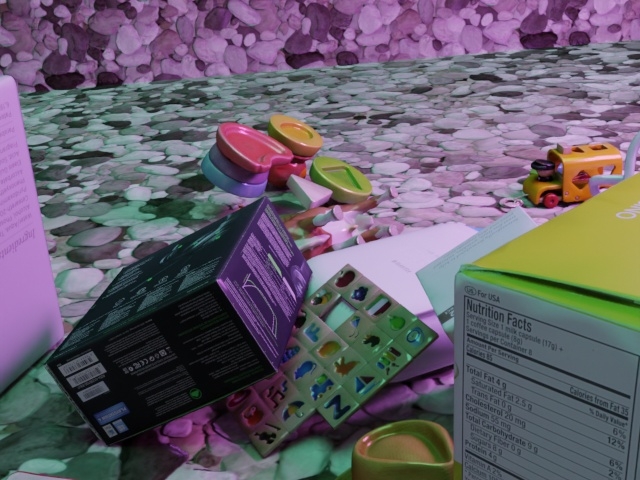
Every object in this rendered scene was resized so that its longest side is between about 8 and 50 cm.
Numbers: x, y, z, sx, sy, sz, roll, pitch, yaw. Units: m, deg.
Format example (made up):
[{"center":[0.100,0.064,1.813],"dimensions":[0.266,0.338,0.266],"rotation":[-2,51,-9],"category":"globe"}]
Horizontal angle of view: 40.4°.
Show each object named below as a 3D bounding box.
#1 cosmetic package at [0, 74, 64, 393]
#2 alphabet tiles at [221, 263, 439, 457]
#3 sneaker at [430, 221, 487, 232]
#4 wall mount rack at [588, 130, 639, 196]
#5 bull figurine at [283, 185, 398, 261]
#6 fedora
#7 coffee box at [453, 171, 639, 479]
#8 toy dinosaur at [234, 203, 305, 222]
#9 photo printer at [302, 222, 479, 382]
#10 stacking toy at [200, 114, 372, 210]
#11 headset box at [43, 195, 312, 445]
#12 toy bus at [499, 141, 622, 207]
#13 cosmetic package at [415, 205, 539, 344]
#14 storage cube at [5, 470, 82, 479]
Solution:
[{"center":[-0.576,0.015,1.099],"dimensions":[0.329,0.394,0.327],"rotation":[2,23,16],"category":"cosmetic package"},{"center":[-0.003,0.144,1.034],"dimensions":[0.237,0.009,0.198],"rotation":[-40,38,-9],"category":"alphabet tiles"},{"center":[0.239,0.020,1.369],"dimensions":[0.190,0.071,0.083],"rotation":[-3,36,16],"category":"sneaker"},{"center":[0.485,0.031,1.076],"dimensions":[0.304,0.350,0.130],"rotation":[3,-11,22],"category":"wall mount rack"},{"center":[0.000,0.000,1.360],"dimensions":[0.188,0.101,0.310],"rotation":[-20,6,35],"category":"bull figurine"},{"center":[0.089,0.230,0.848],"dimensions":[0.194,0.079,0.194],"rotation":[-10,17,3],"category":"fedora"},{"center":[0.337,0.154,0.680],"dimensions":[0.337,0.334,0.338],"rotation":[-24,30,-39],"category":"coffee box"},{"center":[-0.097,-0.024,1.564],"dimensions":[0.112,0.064,0.211],"rotation":[30,33,9],"category":"toy dinosaur"},{"center":[0.124,0.079,1.191],"dimensions":[0.307,0.107,0.256],"rotation":[-14,25,-22],"category":"photo printer"},{"center":[-0.069,-0.113,1.697],"dimensions":[0.279,0.130,0.309],"rotation":[40,28,21],"category":"stacking toy"},{"center":[-0.160,0.086,1.086],"dimensions":[0.246,0.131,0.283],"rotation":[-26,17,17],"category":"headset box"},{"center":[0.461,-0.130,1.630],"dimensions":[0.191,0.104,0.202],"rotation":[13,28,35],"category":"toy bus"},{"center":[0.229,0.092,0.985],"dimensions":[0.151,0.184,0.151],"rotation":[-33,22,7],"category":"cosmetic package"},{"center":[-0.171,0.302,0.605],"dimensions":[0.215,0.193,0.184],"rotation":[4,24,17],"category":"storage cube"}]
